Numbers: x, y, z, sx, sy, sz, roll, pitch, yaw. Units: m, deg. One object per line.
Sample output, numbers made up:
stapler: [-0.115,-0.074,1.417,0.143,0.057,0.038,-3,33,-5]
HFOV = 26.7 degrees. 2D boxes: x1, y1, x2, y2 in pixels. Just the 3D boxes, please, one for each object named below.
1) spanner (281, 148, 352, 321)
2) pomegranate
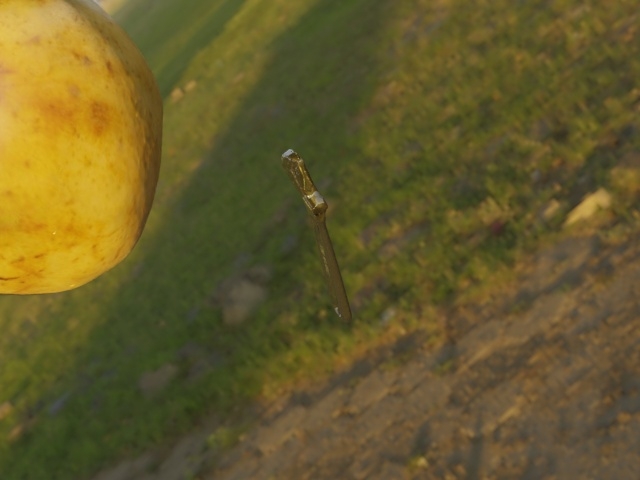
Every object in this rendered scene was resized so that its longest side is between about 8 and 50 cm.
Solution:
spanner: [0.000,0.000,1.053,0.012,0.208,0.046,-32,54,-11]
pomegranate: [-0.237,-0.081,1.046,0.260,0.260,0.260,-38,13,11]
